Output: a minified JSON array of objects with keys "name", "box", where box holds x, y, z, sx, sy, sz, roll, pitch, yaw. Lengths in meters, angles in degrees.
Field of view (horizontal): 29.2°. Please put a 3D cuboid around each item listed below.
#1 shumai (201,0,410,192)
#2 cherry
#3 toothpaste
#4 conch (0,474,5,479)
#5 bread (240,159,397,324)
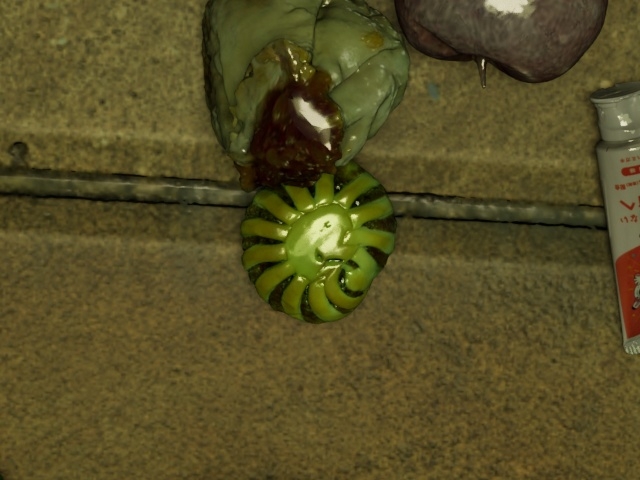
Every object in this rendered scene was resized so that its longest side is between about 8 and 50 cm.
[{"name":"shumai","box":[-0.036,-0.129,0.960,0.184,0.142,0.184,2,99,12]},{"name":"cherry","box":[0.149,-0.208,0.975,0.176,0.140,0.176,0,88,8]},{"name":"toothpaste","box":[0.281,-0.019,1.062,0.089,0.057,0.234,-17,107,-2]},{"name":"conch","box":[-0.340,0.228,1.032,0.143,0.137,0.251,-3,79,23]},{"name":"bread","box":[0.000,0.000,1.033,0.139,0.071,0.130,-40,95,2]}]
